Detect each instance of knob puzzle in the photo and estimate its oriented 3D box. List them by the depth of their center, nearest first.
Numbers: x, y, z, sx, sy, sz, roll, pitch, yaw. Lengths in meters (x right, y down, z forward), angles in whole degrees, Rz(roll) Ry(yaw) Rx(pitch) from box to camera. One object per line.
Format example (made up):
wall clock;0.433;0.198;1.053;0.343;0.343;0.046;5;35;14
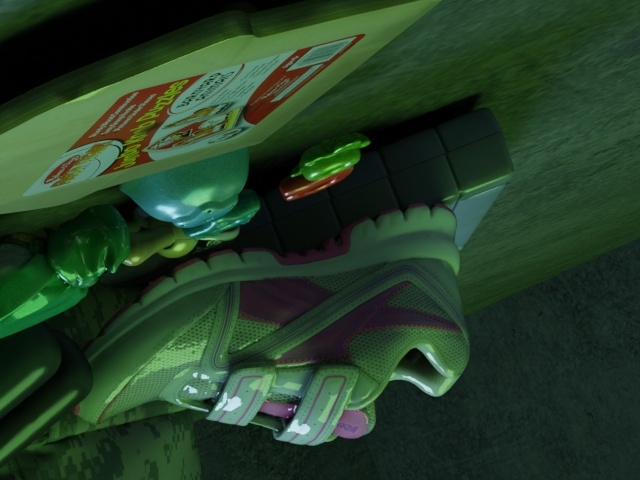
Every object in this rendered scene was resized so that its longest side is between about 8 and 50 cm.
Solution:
knob puzzle;-0.074;-0.054;0.676;0.213;0.030;0.213;-21;174;-2

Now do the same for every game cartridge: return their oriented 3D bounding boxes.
game cartridge;0.000;0.000;1.223;0.230;0.068;0.355;-17;173;-3

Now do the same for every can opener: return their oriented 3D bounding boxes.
can opener;-0.255;0.123;0.938;0.283;0.095;0.076;-39;149;1

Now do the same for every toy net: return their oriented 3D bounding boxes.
toy net;-0.058;-0.024;0.926;0.122;0.045;0.232;-21;175;-18

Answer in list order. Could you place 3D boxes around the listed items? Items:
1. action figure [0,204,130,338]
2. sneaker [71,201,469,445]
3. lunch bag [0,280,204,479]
action figure;-0.195;0.034;0.855;0.232;0.063;0.137;-19;172;11
sneaker;-0.018;0.064;1.003;0.252;0.111;0.103;-17;163;-18
lunch bag;-0.197;0.171;1.112;0.213;0.256;0.305;-23;173;15
